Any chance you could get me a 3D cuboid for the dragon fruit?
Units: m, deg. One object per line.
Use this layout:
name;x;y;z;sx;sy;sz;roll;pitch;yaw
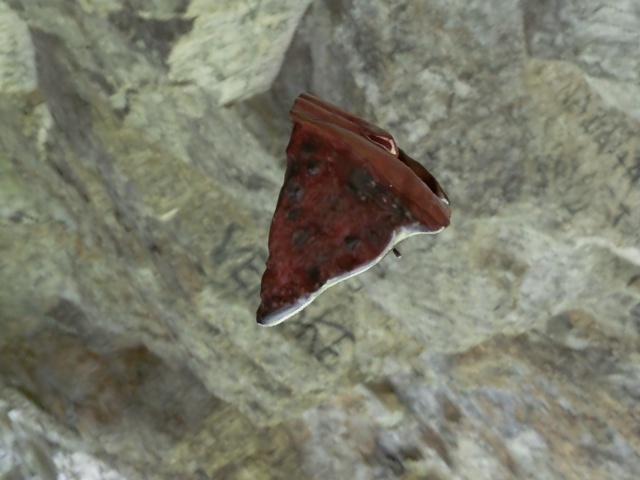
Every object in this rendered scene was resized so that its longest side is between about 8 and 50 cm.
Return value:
dragon fruit;0.020;0.001;0.569;0.192;0.092;0.122;101;-1;-81
